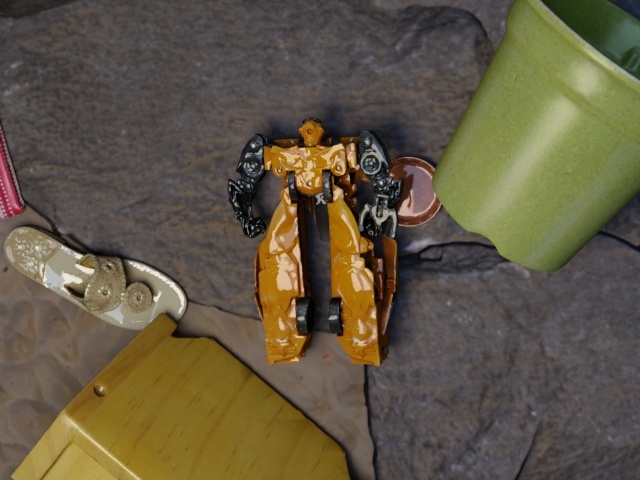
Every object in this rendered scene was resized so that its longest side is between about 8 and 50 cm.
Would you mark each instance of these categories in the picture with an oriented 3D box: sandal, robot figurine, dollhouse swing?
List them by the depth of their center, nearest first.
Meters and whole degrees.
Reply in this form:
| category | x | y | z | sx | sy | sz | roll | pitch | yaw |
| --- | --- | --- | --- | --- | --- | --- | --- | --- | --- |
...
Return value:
| category | x | y | z | sx | sy | sz | roll | pitch | yaw |
| --- | --- | --- | --- | --- | --- | --- | --- | --- | --- |
| robot figurine | 0.000 | 0.000 | 1.677 | 0.211 | 0.085 | 0.291 | 0 | 99 | 16 |
| dollhouse swing | -0.190 | 0.351 | 1.722 | 0.347 | 0.315 | 0.305 | 39 | 129 | 2 |
| sandal | -0.285 | 0.053 | 1.740 | 0.240 | 0.079 | 0.088 | 24 | 102 | 5 |

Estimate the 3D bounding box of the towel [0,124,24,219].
| category | x | y | z | sx | sy | sz | roll | pitch | yaw |
| --- | --- | --- | --- | --- | --- | --- | --- | --- | --- |
| towel | -0.522 | -0.093 | 1.783 | 0.275 | 0.031 | 0.199 | -14 | 97 | 11 |

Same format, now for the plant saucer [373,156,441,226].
| category | x | y | z | sx | sy | sz | roll | pitch | yaw |
| --- | --- | --- | --- | --- | --- | --- | --- | --- | --- |
| plant saucer | 0.105 | -0.058 | 1.691 | 0.083 | 0.013 | 0.083 | 2 | 100 | 10 |

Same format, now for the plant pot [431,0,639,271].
| category | x | y | z | sx | sy | sz | roll | pitch | yaw |
| --- | --- | --- | --- | --- | --- | --- | --- | --- | --- |
| plant pot | 0.260 | -0.116 | 1.549 | 0.276 | 0.276 | 0.254 | 36 | 115 | 3 |
